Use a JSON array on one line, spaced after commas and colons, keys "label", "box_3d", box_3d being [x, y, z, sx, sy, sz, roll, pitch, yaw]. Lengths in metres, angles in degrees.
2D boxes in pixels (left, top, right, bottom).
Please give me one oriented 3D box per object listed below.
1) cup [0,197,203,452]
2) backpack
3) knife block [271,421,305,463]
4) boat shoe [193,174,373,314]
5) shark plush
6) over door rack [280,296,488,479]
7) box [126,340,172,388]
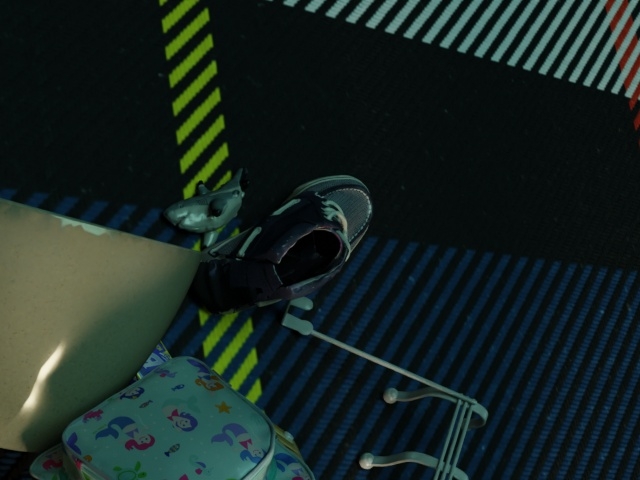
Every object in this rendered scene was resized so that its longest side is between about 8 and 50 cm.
[{"label": "cup", "box_3d": [-0.309, 0.082, 1.372, 0.331, 0.331, 0.236, 16, 87, -37]}, {"label": "backpack", "box_3d": [-0.130, 0.253, 1.305, 0.253, 0.191, 0.225, 39, 48, 24]}, {"label": "knife block", "box_3d": [-0.112, 0.337, 1.489, 0.088, 0.242, 0.275, 40, 6, -24]}, {"label": "boat shoe", "box_3d": [0.000, 0.000, 1.754, 0.340, 0.158, 0.127, -35, 109, -43]}, {"label": "shark plush", "box_3d": [-0.137, -0.061, 1.751, 0.067, 0.073, 0.161, 29, 52, 11]}, {"label": "over door rack", "box_3d": [0.044, 0.250, 1.741, 0.324, 0.108, 0.239, 31, 50, -10]}, {"label": "box", "box_3d": [-0.240, 0.106, 1.574, 0.059, 0.054, 0.168, -36, 97, -45]}]
